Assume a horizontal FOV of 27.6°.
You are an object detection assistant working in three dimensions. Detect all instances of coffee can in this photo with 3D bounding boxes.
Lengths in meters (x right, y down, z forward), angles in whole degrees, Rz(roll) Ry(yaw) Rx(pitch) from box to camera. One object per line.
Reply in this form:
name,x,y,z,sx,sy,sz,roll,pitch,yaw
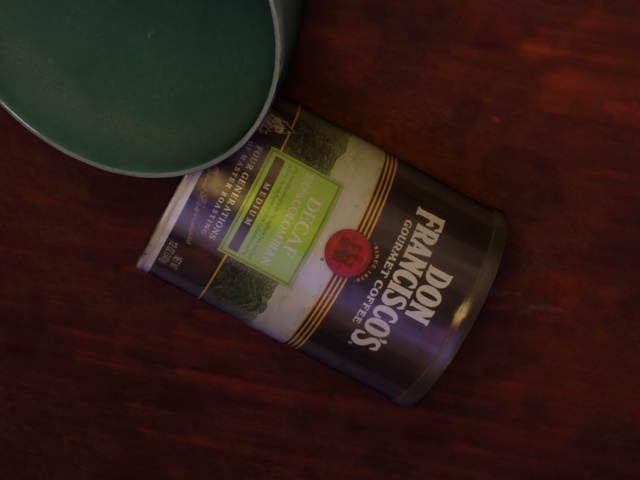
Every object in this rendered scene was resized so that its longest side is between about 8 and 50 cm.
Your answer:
coffee can,0.000,0.000,1.175,0.275,0.201,0.201,28,130,-7

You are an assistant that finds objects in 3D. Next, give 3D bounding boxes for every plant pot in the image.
plant pot,-0.129,-0.222,1.027,0.290,0.195,0.290,13,129,17
